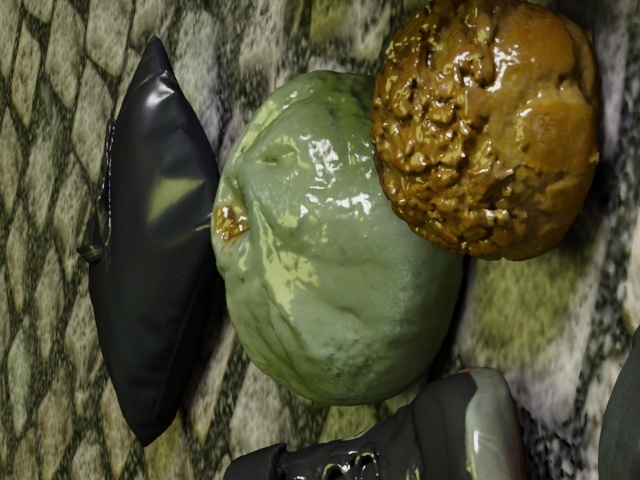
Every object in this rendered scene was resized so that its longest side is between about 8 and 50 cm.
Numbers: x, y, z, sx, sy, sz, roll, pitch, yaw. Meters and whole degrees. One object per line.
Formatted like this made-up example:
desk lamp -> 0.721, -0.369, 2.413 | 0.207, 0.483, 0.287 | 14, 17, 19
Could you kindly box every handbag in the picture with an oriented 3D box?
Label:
handbag -> -0.131, 0.000, 1.410 | 0.254, 0.089, 0.211 | 111, 150, -42

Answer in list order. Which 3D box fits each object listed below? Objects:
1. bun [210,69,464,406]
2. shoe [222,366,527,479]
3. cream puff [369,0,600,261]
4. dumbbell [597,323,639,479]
bun -> 0.000, 0.000, 1.062 | 0.195, 0.118, 0.195 | -9, 80, 64
shoe -> 0.011, 0.143, 0.981 | 0.291, 0.137, 0.114 | 133, 135, -55
cream puff -> 0.076, -0.061, 0.904 | 0.126, 0.103, 0.144 | 153, 125, -65
dumbbell -> 0.189, 0.091, 0.563 | 0.325, 0.143, 0.143 | -137, 54, -61
